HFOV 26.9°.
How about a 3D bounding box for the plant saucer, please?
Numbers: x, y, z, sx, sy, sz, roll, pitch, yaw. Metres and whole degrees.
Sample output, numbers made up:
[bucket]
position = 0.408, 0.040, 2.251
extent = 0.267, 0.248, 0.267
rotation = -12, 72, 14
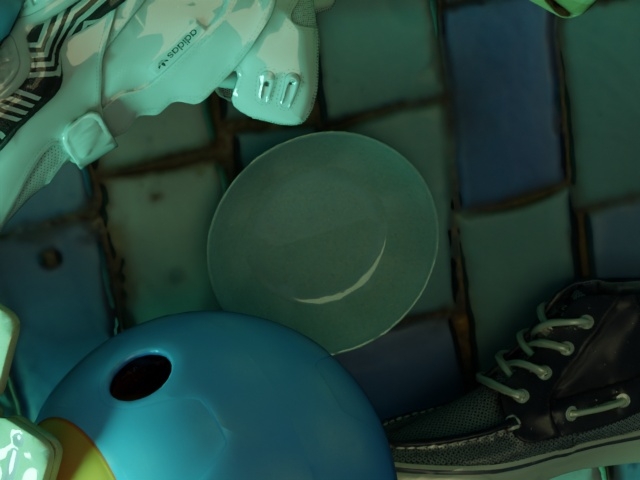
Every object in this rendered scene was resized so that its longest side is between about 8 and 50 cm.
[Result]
[plant saucer]
position = 0.000, 0.000, 1.092
extent = 0.195, 0.037, 0.194
rotation = -5, 112, -13

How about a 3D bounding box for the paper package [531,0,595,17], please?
[paper package]
position = 0.125, -0.355, 0.852
extent = 0.310, 0.168, 0.324
rotation = 27, 91, 1

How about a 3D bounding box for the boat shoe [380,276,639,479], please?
[boat shoe]
position = 0.182, 0.118, 1.152
extent = 0.341, 0.127, 0.158
rotation = -8, 105, -21

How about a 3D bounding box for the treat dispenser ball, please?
[treat dispenser ball]
position = -0.084, 0.197, 1.004
extent = 0.288, 0.288, 0.288
rotation = -5, 111, -14

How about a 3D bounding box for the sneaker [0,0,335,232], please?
[sneaker]
position = -0.131, -0.107, 0.961
extent = 0.210, 0.137, 0.365
rotation = 29, 97, -20

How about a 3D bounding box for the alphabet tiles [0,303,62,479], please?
[alphabet tiles]
position = -0.305, 0.146, 0.962
extent = 0.021, 0.284, 0.278
rotation = -7, 118, -58
